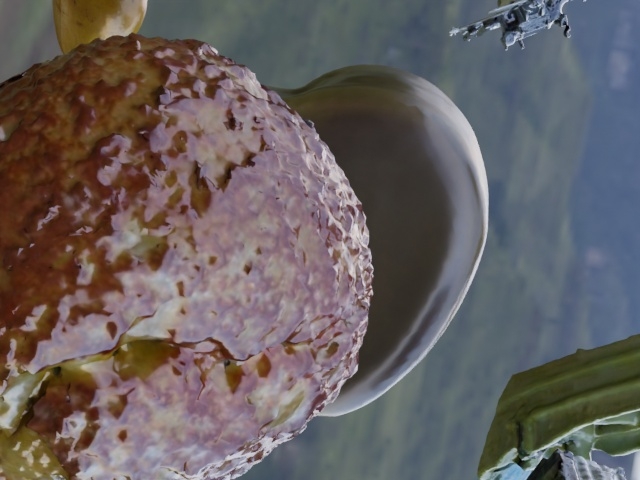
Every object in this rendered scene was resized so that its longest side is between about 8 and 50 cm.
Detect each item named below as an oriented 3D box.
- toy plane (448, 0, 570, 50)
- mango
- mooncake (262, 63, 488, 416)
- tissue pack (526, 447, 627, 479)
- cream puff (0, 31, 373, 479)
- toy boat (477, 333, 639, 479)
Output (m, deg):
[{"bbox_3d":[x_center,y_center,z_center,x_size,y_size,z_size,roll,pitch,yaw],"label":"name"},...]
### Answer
[{"bbox_3d":[0.193,-0.214,1.857,0.234,0.160,0.082,83,-15,-79],"label":"toy plane"},{"bbox_3d":[-0.120,-0.125,1.042,0.060,0.046,0.089,56,-39,31],"label":"mango"},{"bbox_3d":[0.000,0.000,1.309,0.117,0.235,0.235,-73,175,-74],"label":"mooncake"},{"bbox_3d":[0.135,0.256,1.112,0.173,0.073,0.235,-59,-158,28],"label":"tissue pack"},{"bbox_3d":[-0.087,0.030,0.891,0.164,0.240,0.240,-118,-149,-42],"label":"cream puff"},{"bbox_3d":[0.233,0.126,1.537,0.276,0.111,0.084,-30,-122,46],"label":"toy boat"}]
